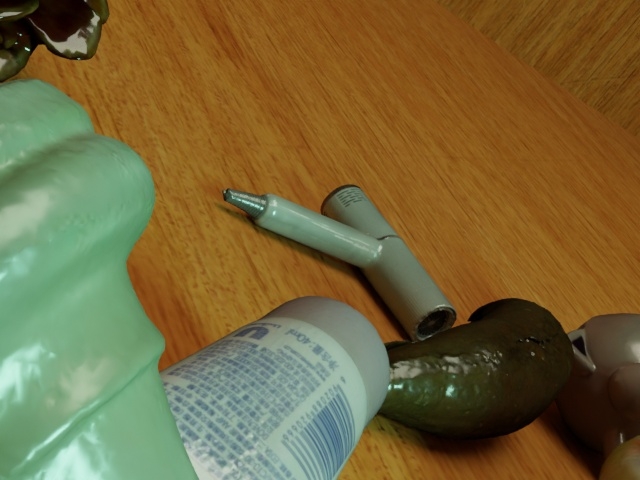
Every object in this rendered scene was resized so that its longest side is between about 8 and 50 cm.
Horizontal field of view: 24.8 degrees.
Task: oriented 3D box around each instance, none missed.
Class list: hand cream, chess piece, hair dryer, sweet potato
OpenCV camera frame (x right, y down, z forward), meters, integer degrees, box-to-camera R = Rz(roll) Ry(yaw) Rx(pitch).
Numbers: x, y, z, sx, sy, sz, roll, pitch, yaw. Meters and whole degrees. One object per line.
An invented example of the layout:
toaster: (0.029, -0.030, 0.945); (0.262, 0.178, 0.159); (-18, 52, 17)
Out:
hand cream: (-0.042, 0.105, 0.700); (0.133, 0.083, 0.248); (41, 28, 9)
chess piece: (-0.062, 0.115, 0.463); (0.299, 0.194, 0.194); (49, 17, 0)
hair dryer: (0.003, 0.005, 1.098); (0.183, 0.044, 0.155); (14, 29, -44)
sweet potato: (0.102, 0.094, 1.016); (0.112, 0.085, 0.286); (10, 13, 32)

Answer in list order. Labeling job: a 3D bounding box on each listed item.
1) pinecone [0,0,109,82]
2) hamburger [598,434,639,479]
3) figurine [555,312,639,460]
pinecone: (-0.224, -0.238, 0.898); (0.264, 0.264, 0.264); (35, 17, -13)
hamburger: (0.292, 0.226, 0.861); (0.302, 0.186, 0.261); (53, 11, 26)
figurine: (0.247, 0.116, 1.165); (0.125, 0.125, 0.138); (45, 30, 20)
